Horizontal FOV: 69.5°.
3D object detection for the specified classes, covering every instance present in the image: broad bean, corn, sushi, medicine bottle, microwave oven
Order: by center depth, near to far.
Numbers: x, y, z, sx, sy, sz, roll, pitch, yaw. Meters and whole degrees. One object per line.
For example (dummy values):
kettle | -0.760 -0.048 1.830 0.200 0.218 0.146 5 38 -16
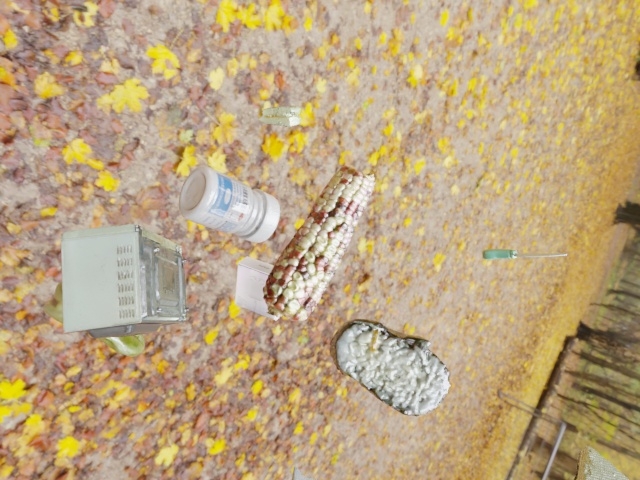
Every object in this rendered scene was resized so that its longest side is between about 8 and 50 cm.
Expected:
microwave oven | -0.295 0.068 0.733 0.205 0.129 0.163 84 -2 -81
corn | 0.000 0.000 0.735 0.281 0.092 0.092 -61 145 -9
medicine bottle | -0.168 -0.064 0.862 0.168 0.105 0.105 22 89 -46
broad bean | -0.437 0.153 0.903 0.072 0.206 0.153 -60 178 0
sushi | 0.193 0.348 1.313 0.171 0.350 0.211 67 48 -80

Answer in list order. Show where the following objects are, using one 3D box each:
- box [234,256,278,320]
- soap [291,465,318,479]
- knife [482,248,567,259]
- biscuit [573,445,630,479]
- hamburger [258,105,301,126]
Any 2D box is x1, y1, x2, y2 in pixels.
box | -0.156 0.126 1.210 0.051 0.130 0.129 -40 143 -60
soap | 0.006 0.505 0.616 0.258 0.158 0.302 100 1 -50
knife | 0.626 0.043 1.444 0.063 0.260 0.035 -5 92 -40
biscuit | 0.599 0.531 0.971 0.199 0.121 0.041 -16 143 -55
hamburger | -0.104 -0.349 1.280 0.084 0.121 0.054 -40 130 -53
